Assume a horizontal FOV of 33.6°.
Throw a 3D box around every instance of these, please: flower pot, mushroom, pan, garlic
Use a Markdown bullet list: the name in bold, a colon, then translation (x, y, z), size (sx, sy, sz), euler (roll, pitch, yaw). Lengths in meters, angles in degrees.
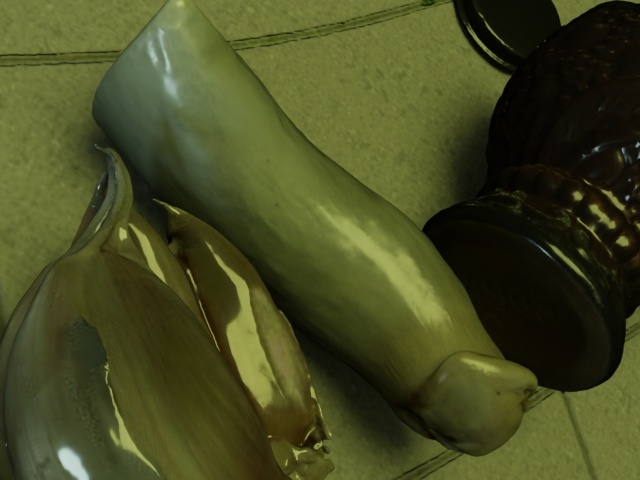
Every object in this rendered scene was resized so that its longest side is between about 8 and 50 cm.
- **flower pot**: translation (0.234, -0.028, 0.913), size (0.266, 0.266, 0.267), euler (47, 61, -7)
- **mushroom**: translation (0.001, 0.001, 0.791), size (0.397, 0.177, 0.126), euler (45, 80, -9)
- **pan**: translation (0.233, -0.200, 1.126), size (0.136, 0.028, 0.235), euler (-39, 93, -39)
- **garlic**: translation (-0.096, 0.093, 0.662), size (0.292, 0.210, 0.237), euler (53, 57, -14)
